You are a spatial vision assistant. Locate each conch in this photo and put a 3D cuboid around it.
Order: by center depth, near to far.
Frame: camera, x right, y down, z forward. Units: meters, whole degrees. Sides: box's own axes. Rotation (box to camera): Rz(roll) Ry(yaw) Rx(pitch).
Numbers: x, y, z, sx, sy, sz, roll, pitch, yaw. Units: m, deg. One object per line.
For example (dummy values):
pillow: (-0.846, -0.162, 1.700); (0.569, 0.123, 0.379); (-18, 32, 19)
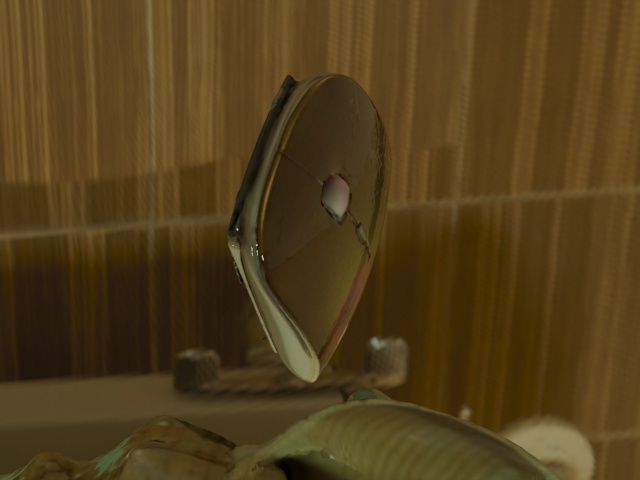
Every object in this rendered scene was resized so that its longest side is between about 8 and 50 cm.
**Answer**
conch: (0.007, 0.159, 0.716); (0.386, 0.169, 0.203); (16, 72, -5)

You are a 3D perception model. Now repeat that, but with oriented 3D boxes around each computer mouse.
computer mouse: (0.000, 0.000, 1.127); (0.072, 0.310, 0.158); (17, 73, 11)
